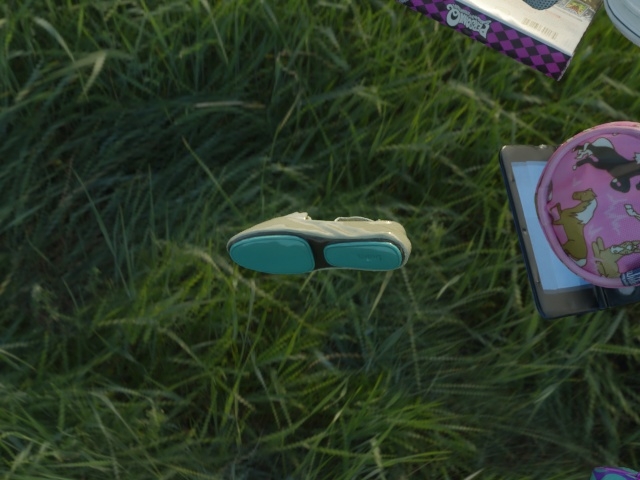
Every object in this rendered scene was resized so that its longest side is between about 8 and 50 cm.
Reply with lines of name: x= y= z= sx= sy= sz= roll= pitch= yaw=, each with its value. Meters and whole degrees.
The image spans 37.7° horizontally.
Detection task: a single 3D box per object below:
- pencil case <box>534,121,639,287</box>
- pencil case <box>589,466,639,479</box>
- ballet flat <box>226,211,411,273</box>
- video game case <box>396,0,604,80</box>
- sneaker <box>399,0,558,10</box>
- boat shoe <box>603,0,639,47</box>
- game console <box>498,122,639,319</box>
pencil case: x=0.390 y=-0.038 z=0.985 sx=0.386 sy=0.160 sz=0.167 roll=-3 pitch=43 yaw=-47
pencil case: x=0.320 y=0.323 z=1.016 sx=0.064 sy=0.070 sz=0.152 roll=17 pitch=72 yaw=-24
ballet flat: x=0.000 y=0.000 z=1.269 sx=0.248 sy=0.086 sz=0.086 roll=3 pitch=72 yaw=9
video game case: x=0.205 y=-0.293 z=1.080 sx=0.232 sy=0.042 sz=0.210 roll=28 pitch=45 yaw=8
sneaker: x=0.047 y=-0.233 z=0.605 sx=0.137 sy=0.365 sz=0.210 roll=-5 pitch=82 yaw=-31
boat shoe: x=0.333 y=-0.174 z=0.709 sx=0.258 sy=0.084 sz=0.095 roll=22 pitch=93 yaw=31
game console: x=0.454 y=-0.037 z=1.523 sx=0.250 sy=0.173 sz=0.293 roll=-16 pitch=81 yaw=19
